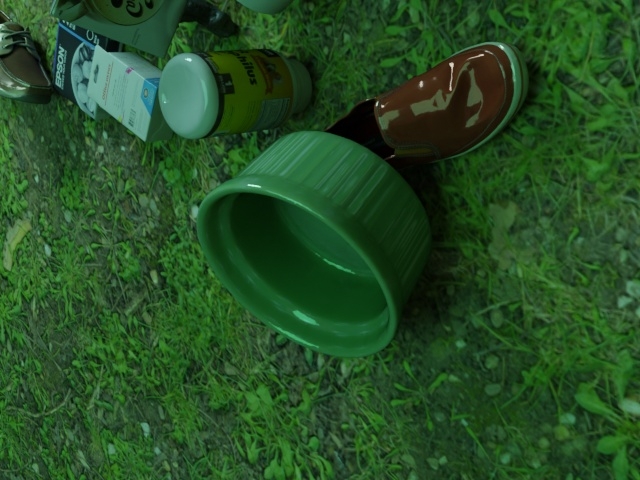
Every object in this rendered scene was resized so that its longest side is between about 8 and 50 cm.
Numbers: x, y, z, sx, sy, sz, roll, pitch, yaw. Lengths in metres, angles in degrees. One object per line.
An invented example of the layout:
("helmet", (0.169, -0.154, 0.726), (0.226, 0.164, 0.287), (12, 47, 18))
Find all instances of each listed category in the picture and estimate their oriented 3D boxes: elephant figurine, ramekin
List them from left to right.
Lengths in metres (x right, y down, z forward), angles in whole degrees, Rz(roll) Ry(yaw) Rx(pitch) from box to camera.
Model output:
("elephant figurine", (-0.278, -0.393, 1.422), (0.169, 0.239, 0.186), (-35, 49, 39))
("ramekin", (0.000, 0.000, 1.197), (0.303, 0.148, 0.303), (24, 144, 19))

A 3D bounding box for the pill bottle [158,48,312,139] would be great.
("pill bottle", (-0.114, -0.211, 1.274), (0.117, 0.215, 0.117), (13, 110, 40))

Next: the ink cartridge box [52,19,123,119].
("ink cartridge box", (-0.447, -0.361, 1.665), (0.208, 0.045, 0.206), (35, 123, 33))

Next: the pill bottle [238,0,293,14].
("pill bottle", (-0.015, -0.431, 1.162), (0.283, 0.161, 0.161), (-36, 76, 42))

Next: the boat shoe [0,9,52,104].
("boat shoe", (-0.620, -0.372, 1.765), (0.324, 0.123, 0.116), (40, 118, 34))

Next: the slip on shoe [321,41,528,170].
("slip on shoe", (0.120, -0.154, 1.151), (0.331, 0.101, 0.123), (-20, 85, 43))

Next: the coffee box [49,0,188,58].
("coffee box", (-0.239, -0.427, 1.226), (0.297, 0.168, 0.119), (-61, 25, 24))

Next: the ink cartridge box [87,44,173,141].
("ink cartridge box", (-0.326, -0.260, 1.565), (0.181, 0.061, 0.104), (37, 123, 30))
